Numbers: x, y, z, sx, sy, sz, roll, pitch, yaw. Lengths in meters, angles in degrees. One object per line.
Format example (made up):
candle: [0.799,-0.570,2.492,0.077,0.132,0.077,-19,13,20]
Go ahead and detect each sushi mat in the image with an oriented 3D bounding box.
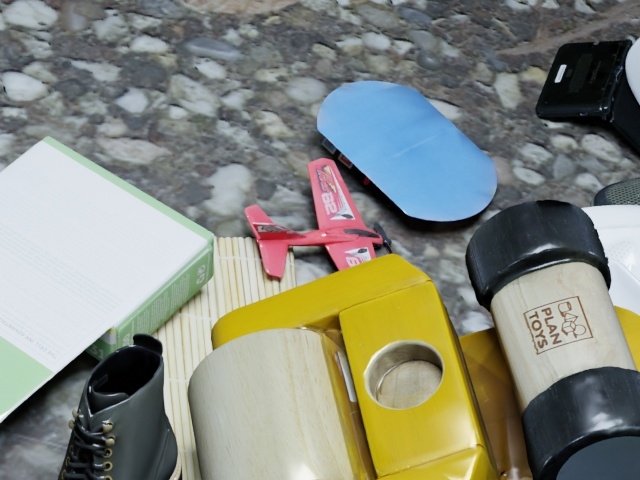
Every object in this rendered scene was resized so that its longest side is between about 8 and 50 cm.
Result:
sushi mat: [-0.077,0.106,1.251,0.151,0.019,0.316,4,46,-14]

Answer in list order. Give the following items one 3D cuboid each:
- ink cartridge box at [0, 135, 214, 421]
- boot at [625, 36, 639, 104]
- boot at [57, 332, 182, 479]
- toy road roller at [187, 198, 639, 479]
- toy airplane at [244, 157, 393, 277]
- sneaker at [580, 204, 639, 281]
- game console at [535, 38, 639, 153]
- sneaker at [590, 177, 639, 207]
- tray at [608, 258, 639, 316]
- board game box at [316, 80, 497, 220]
ink cartridge box: [-0.214,0.035,1.236,0.171,0.056,0.235,31,52,20]
boot: [0.411,-0.126,1.606,0.258,0.095,0.123,38,38,0]
boot: [-0.156,0.162,1.068,0.077,0.137,0.198,17,47,14]
toy road roller: [0.094,0.148,1.164,0.329,0.241,0.202,-18,49,5]
toy airplane: [0.000,0.000,1.363,0.151,0.028,0.151,23,44,-25]
sneaker: [0.298,0.072,1.354,0.292,0.108,0.169,9,41,-13]
game console: [0.273,-0.132,1.618,0.107,0.071,0.122,0,37,23]
sneaker: [0.352,-0.056,1.475,0.227,0.130,0.087,0,42,0]
tray: [0.262,0.153,1.270,0.270,0.145,0.030,48,8,26]
board game box: [0.072,-0.070,1.471,0.168,0.033,0.133,45,43,17]
